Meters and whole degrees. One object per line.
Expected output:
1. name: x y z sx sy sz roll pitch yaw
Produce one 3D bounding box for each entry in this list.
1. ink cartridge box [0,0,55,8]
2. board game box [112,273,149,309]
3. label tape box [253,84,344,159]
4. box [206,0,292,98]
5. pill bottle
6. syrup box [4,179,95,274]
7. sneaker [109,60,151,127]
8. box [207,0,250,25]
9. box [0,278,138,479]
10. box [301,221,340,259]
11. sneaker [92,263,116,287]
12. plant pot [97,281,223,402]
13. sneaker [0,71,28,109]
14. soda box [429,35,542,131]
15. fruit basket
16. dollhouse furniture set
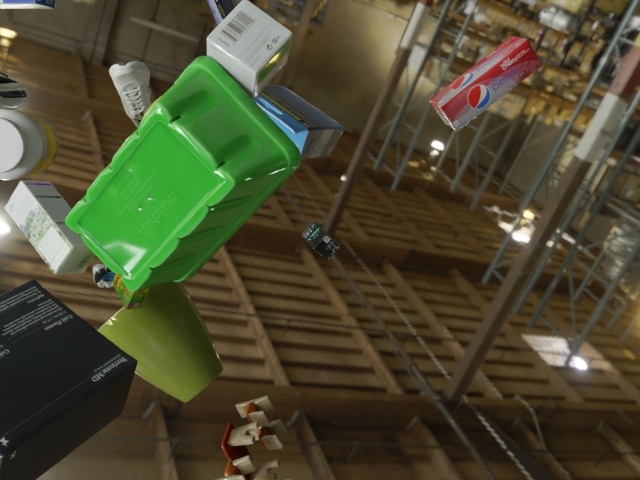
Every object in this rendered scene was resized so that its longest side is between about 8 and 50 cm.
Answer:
1. ink cartridge box: -0.581 -0.490 1.308 0.207 0.097 0.046 11 -172 30
2. board game box: -0.437 0.070 1.660 0.043 0.181 0.092 -6 -132 -42
3. label tape box: -0.110 -0.348 2.037 0.249 0.115 0.347 37 -157 14
4. box: -0.116 -0.309 1.130 0.102 0.101 0.087 37 161 2
5. pill bottle: -0.840 -0.262 1.897 0.187 0.188 0.334 19 -175 -11
6. syrup box: -0.645 -0.034 1.676 0.237 0.093 0.096 47 -159 18
7. sneaker: -0.540 -0.427 2.034 0.110 0.118 0.292 -12 167 -7
8. box: -0.219 -0.557 1.624 0.136 0.036 0.225 67 -160 -1
9. box: -0.606 0.289 1.379 0.312 0.179 0.343 33 -146 15
10. box: 0.000 0.000 1.789 0.062 0.052 0.083 40 -177 -36
11. sneaker: -0.510 0.084 1.844 0.190 0.071 0.083 9 -166 -32
12. plant pot: -0.410 0.285 1.883 0.293 0.275 0.275 50 -156 0
13. sneaker: -0.714 -0.319 1.413 0.121 0.079 0.217 31 -168 12
14. soda box: 0.407 -0.390 1.725 0.083 0.263 0.092 50 -175 -23
15. fruit basket: -0.227 -0.132 1.220 0.283 0.392 0.392 46 -158 -2
16. dollhouse furniture set: -0.163 0.540 1.613 0.135 0.259 0.262 -17 -157 17
